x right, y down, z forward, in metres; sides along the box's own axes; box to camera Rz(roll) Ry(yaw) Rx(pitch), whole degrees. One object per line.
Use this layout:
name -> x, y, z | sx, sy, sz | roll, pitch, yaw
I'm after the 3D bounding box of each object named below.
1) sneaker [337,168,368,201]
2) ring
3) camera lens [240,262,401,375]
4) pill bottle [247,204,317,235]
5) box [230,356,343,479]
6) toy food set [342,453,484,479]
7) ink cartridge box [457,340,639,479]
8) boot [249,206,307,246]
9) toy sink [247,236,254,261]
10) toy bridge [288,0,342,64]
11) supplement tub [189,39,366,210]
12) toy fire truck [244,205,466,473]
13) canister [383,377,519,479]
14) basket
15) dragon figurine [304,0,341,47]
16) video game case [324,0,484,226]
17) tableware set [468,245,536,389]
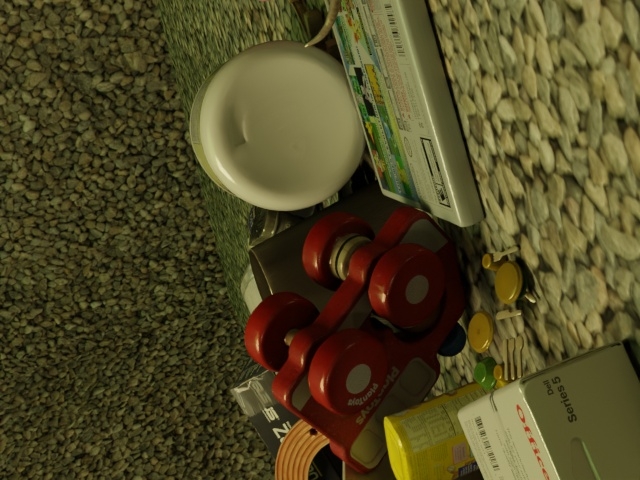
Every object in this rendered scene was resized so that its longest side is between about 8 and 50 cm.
sneaker -> 0.057, -0.048, 1.769 | 0.089, 0.051, 0.170 | -117, 15, -54
ring -> 0.087, 0.405, 1.858 | 0.032, 0.337, 0.336 | -54, -47, -60
camera lens -> 0.005, 0.131, 1.893 | 0.219, 0.219, 0.274 | 91, 157, -61
pill bottle -> -0.072, -0.051, 2.207 | 0.219, 0.123, 0.122 | 130, 119, -76
box -> -0.011, 0.314, 2.101 | 0.318, 0.097, 0.395 | 57, -165, -8
toy food set -> 0.118, 0.355, 1.531 | 0.306, 0.220, 0.092 | -89, 19, -63
ink cartridge box -> 0.250, 0.229, 1.141 | 0.273, 0.115, 0.198 | 111, 138, -75
boot -> -0.001, 0.002, 1.773 | 0.190, 0.209, 0.076 | -156, 79, -78
toy sink -> -0.062, 0.107, 2.422 | 0.152, 0.131, 0.234 | -121, 21, -46
toy bridge -> -0.007, -0.313, 1.683 | 0.063, 0.026, 0.188 | 78, 167, -47
supplement tub -> -0.072, -0.169, 1.689 | 0.325, 0.236, 0.235 | -153, 45, -79
toy fire truck -> 0.073, 0.120, 1.426 | 0.169, 0.302, 0.254 | 25, 166, 47
canister -> 0.170, 0.238, 1.405 | 0.073, 0.170, 0.126 | -122, 17, -47
basket -> 0.026, 0.036, 1.606 | 0.154, 0.227, 0.204 | 107, 141, -72
dragon figurine -> 0.004, -0.378, 1.291 | 0.144, 0.085, 0.289 | -107, 10, -61
video game case -> 0.091, -0.194, 1.395 | 0.300, 0.036, 0.328 | -147, 38, -72
tableware set -> 0.200, 0.086, 1.257 | 0.104, 0.024, 0.154 | -24, 63, 60
